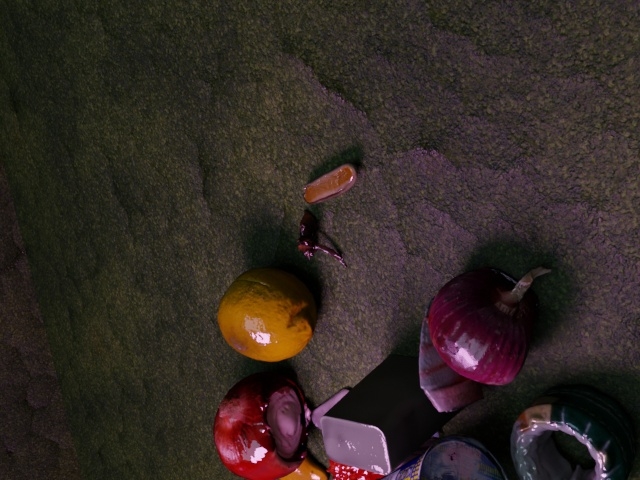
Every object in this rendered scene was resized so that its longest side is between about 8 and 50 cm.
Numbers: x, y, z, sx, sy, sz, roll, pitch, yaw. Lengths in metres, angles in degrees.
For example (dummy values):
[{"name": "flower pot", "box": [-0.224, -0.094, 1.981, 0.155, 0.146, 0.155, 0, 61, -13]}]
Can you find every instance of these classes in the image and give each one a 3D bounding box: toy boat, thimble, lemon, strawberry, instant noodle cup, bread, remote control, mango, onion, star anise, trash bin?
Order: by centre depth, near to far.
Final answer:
[{"name": "thimble", "box": [0.578, 0.486, 1.452, 0.254, 0.167, 0.288, 5, 109, 40]}, {"name": "onion", "box": [0.372, 0.205, 1.476, 0.256, 0.230, 0.272, 12, 122, 37]}, {"name": "instant noodle cup", "box": [0.258, 0.644, 1.521, 0.284, 0.284, 0.312, 55, 140, 9]}, {"name": "toy boat", "box": [0.309, 0.279, 1.592, 0.096, 0.206, 0.282, -25, 75, 53]}, {"name": "trash bin", "box": [0.182, 0.441, 1.644, 0.223, 0.344, 0.158, -1, 104, 41]}, {"name": "bread", "box": [0.033, -0.154, 1.730, 0.214, 0.053, 0.073, -25, 86, 45]}, {"name": "star anise", "box": [0.001, 0.006, 1.812, 0.144, 0.158, 0.140, -1, 120, 6]}, {"name": "strawberry", "box": [0.157, 0.661, 1.884, 0.245, 0.205, 0.205, -22, 92, 21]}, {"name": "lemon", "box": [-0.156, 0.221, 1.885, 0.297, 0.297, 0.296, 16, 116, 35]}, {"name": "remote control", "box": [0.040, 0.540, 2.001, 0.073, 0.044, 0.229, 52, 131, 8]}, {"name": "onion", "box": [-0.193, 0.600, 2.036, 0.341, 0.341, 0.341, 16, 116, 35]}, {"name": "mango", "box": [-0.096, 0.768, 2.159, 0.262, 0.109, 0.157, 30, 120, 25]}]

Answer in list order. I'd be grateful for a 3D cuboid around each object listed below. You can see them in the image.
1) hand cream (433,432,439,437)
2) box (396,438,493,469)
[{"name": "hand cream", "box": [0.259, 0.534, 1.817, 0.171, 0.043, 0.064, -11, 96, 40]}, {"name": "box", "box": [0.347, 0.650, 1.717, 0.252, 0.153, 0.188, -20, 91, 43]}]
